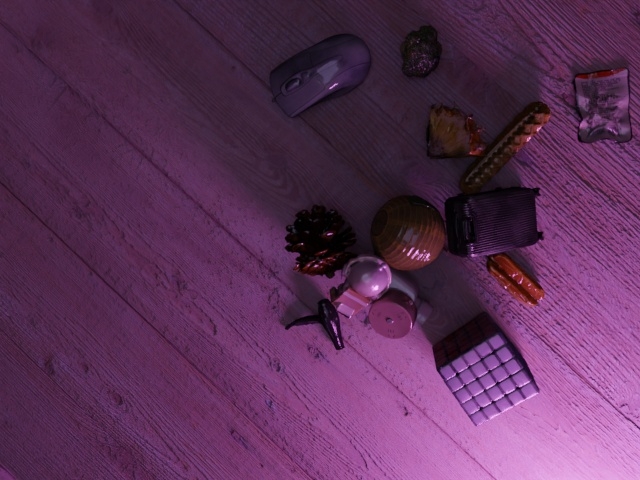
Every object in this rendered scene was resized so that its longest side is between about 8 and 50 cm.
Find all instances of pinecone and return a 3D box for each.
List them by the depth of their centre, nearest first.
[{"bbox_3d":[-0.008,0.002,1.656,0.264,0.264,0.264,2,98,10],"label":"pinecone"}]

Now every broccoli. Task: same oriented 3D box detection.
[{"bbox_3d":[0.318,-0.598,1.564,0.138,0.146,0.162,40,126,35],"label":"broccoli"}]

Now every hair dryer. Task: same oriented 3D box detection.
[{"bbox_3d":[-0.028,0.317,1.801,0.219,0.075,0.195,-12,105,22],"label":"hair dryer"}]

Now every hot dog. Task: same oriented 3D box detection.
[{"bbox_3d":[0.639,0.123,1.637,0.092,0.062,0.235,-44,91,13],"label":"hot dog"}]

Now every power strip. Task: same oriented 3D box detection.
[{"bbox_3d":[0.238,0.241,1.613,0.154,0.078,0.154,13,122,22],"label":"power strip"}]

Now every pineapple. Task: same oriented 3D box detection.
[{"bbox_3d":[0.420,-0.330,1.578,0.186,0.114,0.236,-53,56,27],"label":"pineapple"}]

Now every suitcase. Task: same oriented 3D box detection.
[{"bbox_3d":[0.542,-0.060,1.544,0.312,0.128,0.202,-11,98,-20],"label":"suitcase"}]

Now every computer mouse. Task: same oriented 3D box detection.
[{"bbox_3d":[-0.013,-0.552,1.638,0.371,0.122,0.188,-25,92,16],"label":"computer mouse"}]

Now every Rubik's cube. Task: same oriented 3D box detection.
[{"bbox_3d":[0.529,0.412,1.611,0.238,0.237,0.237,-36,91,14],"label":"Rubik's cube"}]

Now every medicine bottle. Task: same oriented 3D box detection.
[{"bbox_3d":[0.238,0.177,1.695,0.296,0.111,0.161,37,118,5],"label":"medicine bottle"}]

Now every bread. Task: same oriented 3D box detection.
[{"bbox_3d":[0.584,-0.292,1.578,0.077,0.084,0.367,37,104,-19],"label":"bread"}]

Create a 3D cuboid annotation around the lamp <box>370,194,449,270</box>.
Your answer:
[{"bbox_3d":[0.304,-0.018,1.595,0.284,0.250,0.250,19,102,-21],"label":"lamp"}]

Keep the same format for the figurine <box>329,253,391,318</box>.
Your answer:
[{"bbox_3d":[0.133,0.134,1.588,0.163,0.141,0.236,30,120,-10],"label":"figurine"}]

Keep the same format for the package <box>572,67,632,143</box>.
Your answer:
[{"bbox_3d":[0.876,-0.411,1.531,0.166,0.040,0.231,-5,89,8],"label":"package"}]
